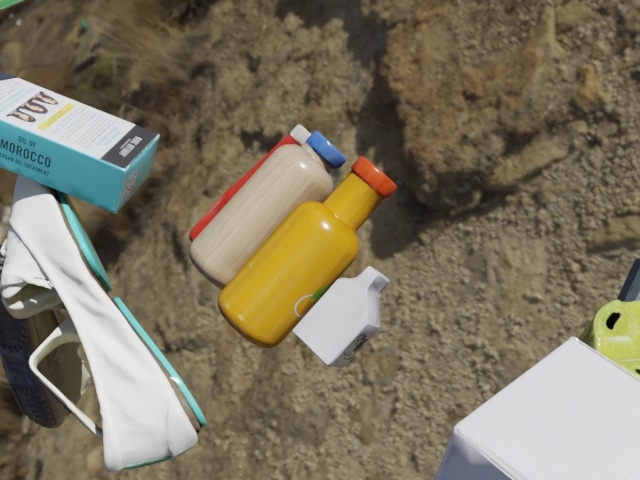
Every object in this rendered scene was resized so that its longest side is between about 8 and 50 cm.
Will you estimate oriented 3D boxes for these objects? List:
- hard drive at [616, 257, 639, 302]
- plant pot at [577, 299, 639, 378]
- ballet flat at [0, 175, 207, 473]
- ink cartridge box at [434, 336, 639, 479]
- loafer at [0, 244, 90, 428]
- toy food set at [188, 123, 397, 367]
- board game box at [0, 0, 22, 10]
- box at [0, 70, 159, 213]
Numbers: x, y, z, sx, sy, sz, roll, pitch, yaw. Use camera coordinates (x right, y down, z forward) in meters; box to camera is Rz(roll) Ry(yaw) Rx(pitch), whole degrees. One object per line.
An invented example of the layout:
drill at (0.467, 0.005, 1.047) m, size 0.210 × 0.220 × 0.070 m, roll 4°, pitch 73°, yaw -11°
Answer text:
hard drive at (0.524, 0.096, 1.375) m, size 0.094 × 0.135 × 0.022 m, roll -66°, pitch 16°, yaw 1°
plant pot at (0.394, 0.223, 1.151) m, size 0.276 × 0.276 × 0.254 m, roll -109°, pitch 24°, yaw -48°
ballet flat at (-0.273, 0.078, 0.978) m, size 0.139 × 0.139 × 0.400 m, roll -46°, pitch 67°, yaw 24°
ink cartridge box at (0.212, 0.269, 0.781) m, size 0.197 × 0.198 × 0.270 m, roll 35°, pitch 130°, yaw 30°
loafer at (-0.366, 0.115, 1.148) m, size 0.102 × 0.268 × 0.092 m, roll 11°, pitch 33°, yaw 27°
toy food set at (0.000, 0.000, 0.543) m, size 0.111 × 0.232 × 0.104 m, roll 44°, pitch 94°, yaw 18°
board game box at (-0.427, -0.277, 0.826) m, size 0.046 × 0.213 × 0.317 m, roll 28°, pitch 50°, yaw 35°
box at (-0.314, -0.119, 0.994) m, size 0.100 × 0.244 × 0.060 m, roll -65°, pitch -3°, yaw -58°
